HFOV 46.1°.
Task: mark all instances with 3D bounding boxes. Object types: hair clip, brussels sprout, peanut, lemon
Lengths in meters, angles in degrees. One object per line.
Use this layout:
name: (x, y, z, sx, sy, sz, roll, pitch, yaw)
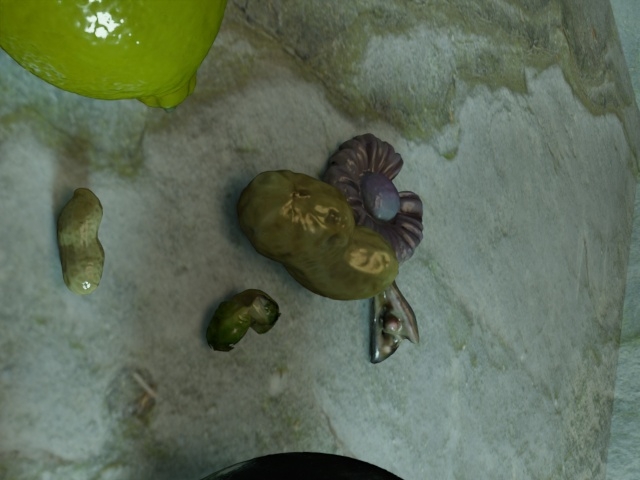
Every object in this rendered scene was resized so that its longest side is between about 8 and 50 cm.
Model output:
hair clip: (0.081, 0.016, 0.965, 0.173, 0.069, 0.300, -30, 114, -53)
brussels sprout: (-0.076, 0.076, 0.742, 0.083, 0.046, 0.051, -24, 112, -54)
peanut: (0.000, 0.000, 0.809, 0.229, 0.103, 0.098, 39, 73, -47)
peanut: (-0.186, 0.000, 0.583, 0.037, 0.037, 0.083, 3, 89, -57)
lemon: (-0.151, -0.193, 0.510, 0.248, 0.184, 0.184, 54, 47, -40)

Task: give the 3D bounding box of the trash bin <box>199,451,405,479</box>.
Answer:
trash bin: (-0.020, 0.399, 0.624, 0.280, 0.280, 0.432, 10, 85, -57)
